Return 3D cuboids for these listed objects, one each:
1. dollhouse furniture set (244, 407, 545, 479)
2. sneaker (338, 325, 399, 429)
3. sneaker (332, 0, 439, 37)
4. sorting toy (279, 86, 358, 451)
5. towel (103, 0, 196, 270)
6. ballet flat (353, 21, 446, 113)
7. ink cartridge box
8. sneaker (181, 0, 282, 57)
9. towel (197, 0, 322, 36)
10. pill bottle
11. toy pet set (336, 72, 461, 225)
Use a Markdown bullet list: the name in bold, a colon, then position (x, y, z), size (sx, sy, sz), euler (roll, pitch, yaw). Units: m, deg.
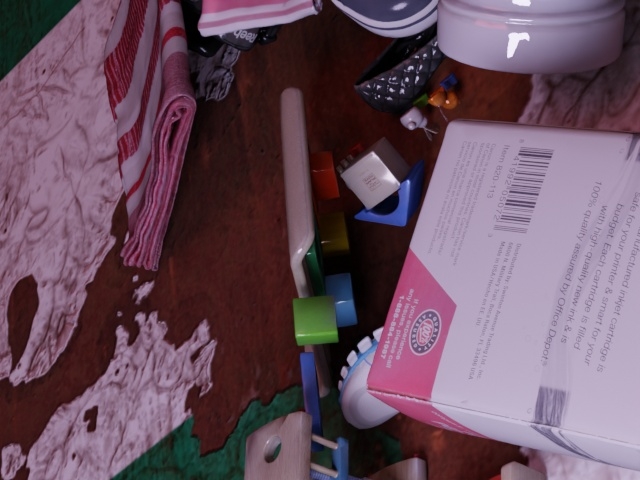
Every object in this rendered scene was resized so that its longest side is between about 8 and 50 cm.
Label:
- **dollhouse furniture set**: position (0.051, 0.185, 1.392), size (0.183, 0.129, 0.129), euler (-30, 47, 40)
- **sneaker**: position (0.088, 0.093, 1.459), size (0.190, 0.071, 0.083), euler (-44, 45, 27)
- **sneaker**: position (0.009, -0.323, 1.627), size (0.126, 0.127, 0.321), euler (-26, 70, 10)
- **sorting toy**: position (0.000, 0.000, 1.572), size (0.047, 0.196, 0.348), euler (-6, 48, 1)
- **towel**: position (-0.171, -0.166, 1.891), size (0.237, 0.037, 0.329), euler (109, 158, -44)
- **ballet flat**: position (0.091, -0.184, 1.643), size (0.173, 0.049, 0.057), euler (-58, 36, 8)
- **ink cartridge box**: position (0.192, 0.041, 1.280), size (0.283, 0.117, 0.207), euler (9, 75, 44)
- **sneaker**: position (-0.050, -0.253, 1.829), size (0.276, 0.097, 0.135), euler (-21, 55, 45)
- **towel**: position (-0.054, -0.287, 1.754), size (0.144, 0.029, 0.197), euler (-7, 74, 41)
- **pill bottle**: position (0.161, -0.300, 1.413), size (0.188, 0.188, 0.334), euler (33, 128, 55)
- **toy pet set**: position (0.072, -0.064, 1.605), size (0.122, 0.065, 0.114), euler (-36, 9, 30)
